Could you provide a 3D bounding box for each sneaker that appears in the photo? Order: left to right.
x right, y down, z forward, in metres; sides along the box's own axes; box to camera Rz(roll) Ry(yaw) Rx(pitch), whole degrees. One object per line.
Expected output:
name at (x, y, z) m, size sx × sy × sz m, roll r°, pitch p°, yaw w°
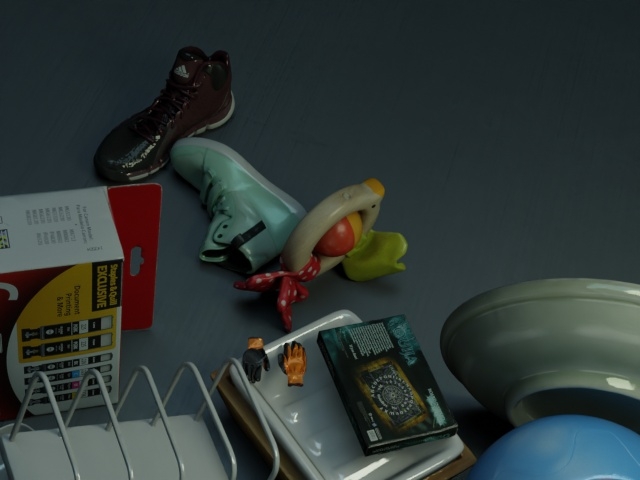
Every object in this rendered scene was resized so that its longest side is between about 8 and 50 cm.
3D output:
sneaker at (-0.243, -0.217, 2.099) m, size 0.106 × 0.162 × 0.281 m, roll 35°, pitch 52°, yaw 20°
sneaker at (-0.158, -0.052, 2.016) m, size 0.256 × 0.094 × 0.151 m, roll 33°, pitch 55°, yaw 20°

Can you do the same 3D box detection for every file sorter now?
file sorter at (-0.214, 0.260, 1.636) m, size 0.278 × 0.173 × 0.192 m, roll -1°, pitch 48°, yaw -33°

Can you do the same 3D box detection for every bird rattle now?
bird rattle at (0.000, 0.000, 1.925) m, size 0.254 × 0.207 × 0.143 m, roll -19°, pitch 57°, yaw -30°

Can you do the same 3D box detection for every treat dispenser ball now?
treat dispenser ball at (0.304, 0.353, 1.610) m, size 0.288 × 0.288 × 0.288 m, roll 5°, pitch 49°, yaw -6°

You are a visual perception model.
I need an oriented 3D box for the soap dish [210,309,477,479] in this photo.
soap dish at (0.026, 0.246, 1.769) m, size 0.229 × 0.118 × 0.291 m, roll -24°, pitch 57°, yaw -28°

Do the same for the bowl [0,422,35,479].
bowl at (-0.390, 0.311, 1.684) m, size 0.142 × 0.053 × 0.142 m, roll -32°, pitch 61°, yaw -30°

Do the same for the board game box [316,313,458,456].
board game box at (0.084, 0.184, 1.737) m, size 0.126 × 0.026 × 0.186 m, roll -10°, pitch 52°, yaw -18°

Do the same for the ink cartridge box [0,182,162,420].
ink cartridge box at (-0.330, 0.082, 1.723) m, size 0.272 × 0.309 × 0.130 m, roll -7°, pitch 51°, yaw -15°

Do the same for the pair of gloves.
pair of gloves at (-0.059, 0.157, 1.747) m, size 0.083 × 0.010 × 0.074 m, roll 4°, pitch 48°, yaw -4°

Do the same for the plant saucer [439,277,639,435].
plant saucer at (0.344, 0.186, 1.703) m, size 0.401 × 0.400 × 0.100 m, roll 12°, pitch 60°, yaw 1°
